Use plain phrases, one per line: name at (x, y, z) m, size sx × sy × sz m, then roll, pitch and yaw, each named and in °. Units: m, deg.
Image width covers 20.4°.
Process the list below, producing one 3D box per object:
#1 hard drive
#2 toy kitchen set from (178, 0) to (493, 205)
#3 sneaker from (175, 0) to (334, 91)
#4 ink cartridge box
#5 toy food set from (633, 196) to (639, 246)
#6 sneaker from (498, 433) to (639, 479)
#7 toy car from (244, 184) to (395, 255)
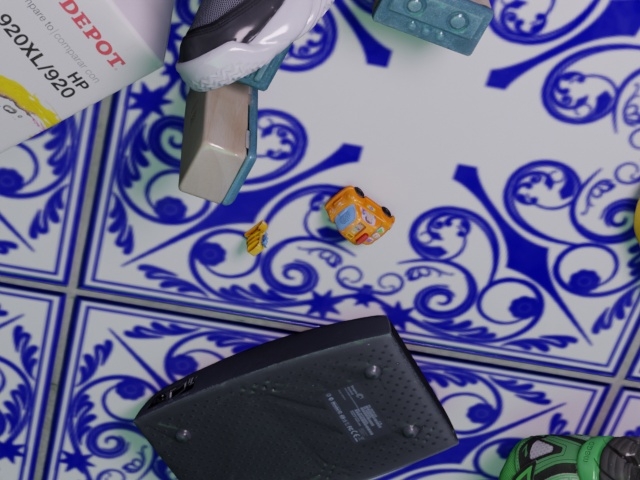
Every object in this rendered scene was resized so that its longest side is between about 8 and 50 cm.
hard drive at (-0.021, 0.160, 1.613) m, size 0.255 × 0.054 × 0.172 m, roll -20°, pitch 127°, yaw 17°
toy kitchen set at (0.009, -0.120, 1.330) m, size 0.166 × 0.122 × 0.207 m, roll 19°, pitch 128°, yaw -15°
sneaker at (-0.046, -0.230, 1.172) m, size 0.153 × 0.268 × 0.101 m, roll 47°, pitch 150°, yaw -23°
ink cartridge box at (-0.242, -0.176, 1.253) m, size 0.233 × 0.168 × 0.171 m, roll -25°, pitch 125°, yaw 19°
toy food set at (0.343, 0.009, 1.483) m, size 0.128 × 0.071 × 0.218 m, roll 1°, pitch 133°, yaw 32°
sneaker at (0.256, 0.289, 1.697) m, size 0.146 × 0.134 × 0.343 m, roll 10°, pitch 139°, yaw 25°
toy car at (0.000, 0.000, 1.486) m, size 0.122 × 0.040 × 0.060 m, roll -24°, pitch 126°, yaw 19°
